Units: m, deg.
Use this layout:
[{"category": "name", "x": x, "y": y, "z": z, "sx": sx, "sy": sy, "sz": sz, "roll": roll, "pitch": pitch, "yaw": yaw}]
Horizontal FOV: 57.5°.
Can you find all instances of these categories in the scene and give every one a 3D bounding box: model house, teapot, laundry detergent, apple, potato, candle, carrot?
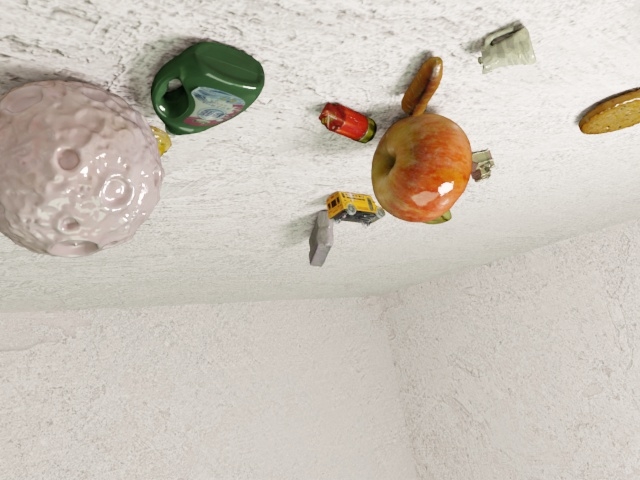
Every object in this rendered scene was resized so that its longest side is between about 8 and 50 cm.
[{"category": "model house", "x": 0.383, "y": -0.178, "z": 1.414, "sx": 0.058, "sy": 0.057, "sz": 0.083, "roll": -15, "pitch": 168, "yaw": 1}, {"category": "teapot", "x": 0.281, "y": -0.290, "z": 0.892, "sx": 0.083, "sy": 0.057, "sz": 0.067, "roll": -14, "pitch": 129, "yaw": 28}, {"category": "laundry detergent", "x": -0.185, "y": -0.209, "z": 0.853, "sx": 0.137, "sy": 0.062, "sz": 0.211, "roll": 6, "pitch": 162, "yaw": -39}, {"category": "apple", "x": 0.192, "y": -0.139, "z": 1.114, "sx": 0.164, "sy": 0.209, "sz": 0.209, "roll": 10, "pitch": 159, "yaw": -24}, {"category": "potato", "x": 0.305, "y": -0.079, "z": 1.712, "sx": 0.120, "sy": 0.081, "sz": 0.149, "roll": -20, "pitch": 164, "yaw": 27}, {"category": "candle", "x": 0.046, "y": -0.210, "z": 1.039, "sx": 0.052, "sy": 0.051, "sz": 0.131, "roll": -21, "pitch": 162, "yaw": 36}, {"category": "carrot", "x": 0.173, "y": -0.256, "z": 0.956, "sx": 0.048, "sy": 0.048, "sz": 0.139, "roll": -8, "pitch": 165, "yaw": -12}]

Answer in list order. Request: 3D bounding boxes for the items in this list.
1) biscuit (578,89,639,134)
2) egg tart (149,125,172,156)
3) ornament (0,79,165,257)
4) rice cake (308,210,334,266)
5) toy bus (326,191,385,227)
[{"category": "biscuit", "x": 0.657, "y": -0.279, "z": 1.264, "sx": 0.188, "sy": 0.027, "sz": 0.188, "roll": -11, "pitch": 167, "yaw": -3}, {"category": "egg tart", "x": -0.318, "y": -0.154, "z": 0.999, "sx": 0.129, "sy": 0.049, "sz": 0.129, "roll": -8, "pitch": 167, "yaw": -2}, {"category": "ornament", "x": -0.354, "y": -0.092, "z": 0.831, "sx": 0.260, "sy": 0.224, "sz": 0.259, "roll": -8, "pitch": 161, "yaw": -3}, {"category": "rice cake", "x": 0.000, "y": -0.001, "z": 1.750, "sx": 0.050, "sy": 0.106, "sz": 0.298, "roll": 2, "pitch": 166, "yaw": -6}, {"category": "toy bus", "x": 0.094, "y": -0.084, "z": 1.545, "sx": 0.162, "sy": 0.074, "sz": 0.070, "roll": 5, "pitch": 153, "yaw": -41}]
